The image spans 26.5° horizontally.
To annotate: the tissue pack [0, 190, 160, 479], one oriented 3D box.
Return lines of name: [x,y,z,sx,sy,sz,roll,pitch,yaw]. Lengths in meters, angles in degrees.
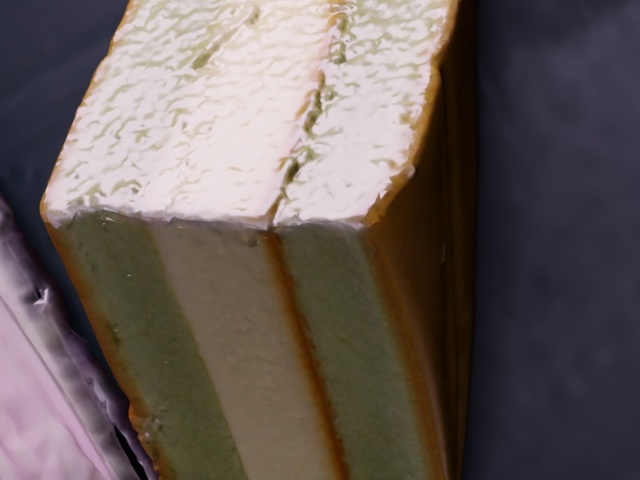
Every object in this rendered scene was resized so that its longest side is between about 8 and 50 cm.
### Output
tissue pack: [-0.261,0.105,0.538,0.361,0.122,0.259,-34,86,24]

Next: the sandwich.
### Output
sandwich: [0.000,0.000,0.476,0.117,0.144,0.187,4,138,19]
